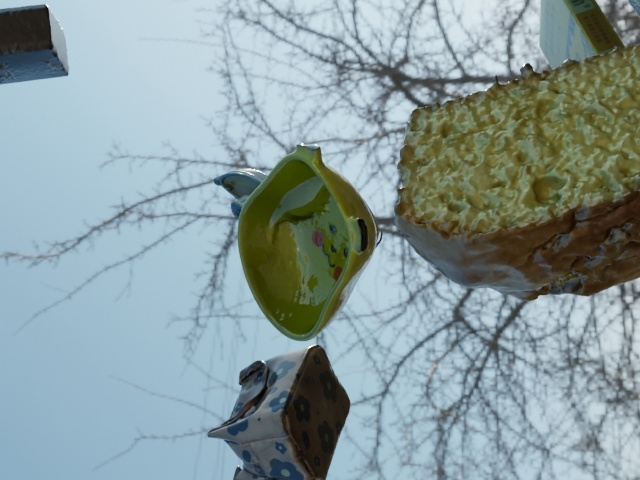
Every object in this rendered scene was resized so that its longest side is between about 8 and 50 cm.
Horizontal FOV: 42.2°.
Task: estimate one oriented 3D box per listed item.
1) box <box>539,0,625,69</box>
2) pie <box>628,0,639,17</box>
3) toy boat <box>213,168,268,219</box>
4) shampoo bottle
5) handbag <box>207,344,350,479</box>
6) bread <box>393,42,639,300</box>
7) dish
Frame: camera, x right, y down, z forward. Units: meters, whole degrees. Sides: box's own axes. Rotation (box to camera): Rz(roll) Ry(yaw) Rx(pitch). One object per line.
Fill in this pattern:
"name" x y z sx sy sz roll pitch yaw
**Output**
"box" 0.337 -0.206 1.019 0.153 0.041 0.278 68 -175 -56
"pie" 0.547 -0.387 1.393 0.085 0.017 0.085 44 -168 -12
"toy boat" -0.155 -0.097 1.831 0.102 0.215 0.088 -40 -37 -31
"shampoo bottle" -0.454 -0.211 0.946 0.098 0.310 0.071 131 131 -82
"handbag" -0.077 0.330 1.537 0.190 0.193 0.251 62 -153 -19
"bread" 0.244 -0.052 0.807 0.179 0.340 0.194 60 -163 -56
"dish" 0.000 0.000 1.136 0.108 0.262 0.221 -11 -121 -39
